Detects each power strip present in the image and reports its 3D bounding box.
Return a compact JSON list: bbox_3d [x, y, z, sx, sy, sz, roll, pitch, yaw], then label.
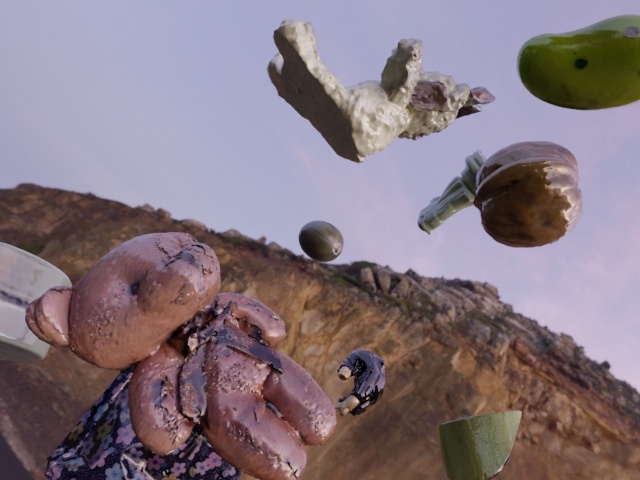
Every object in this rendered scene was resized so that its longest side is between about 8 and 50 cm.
[{"bbox_3d":[-0.670,0.115,0.860,0.358,0.161,0.357,6,-27,3],"label":"power strip"}]

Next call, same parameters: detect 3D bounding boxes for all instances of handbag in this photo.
[{"bbox_3d":[-0.203,0.258,0.592,0.229,0.207,0.126,32,-26,8],"label":"handbag"}]

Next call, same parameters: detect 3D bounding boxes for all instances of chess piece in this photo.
[{"bbox_3d":[0.440,-0.139,1.493,0.298,0.175,0.175,-38,-81,22],"label":"chess piece"}]

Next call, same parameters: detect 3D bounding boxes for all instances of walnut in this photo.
[{"bbox_3d":[0.552,-0.125,1.228,0.285,0.296,0.285,-2,-21,-1],"label":"walnut"}]

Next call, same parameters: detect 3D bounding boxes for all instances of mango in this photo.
[{"bbox_3d":[0.543,-0.346,0.903,0.293,0.143,0.175,2,-70,11],"label":"mango"}]

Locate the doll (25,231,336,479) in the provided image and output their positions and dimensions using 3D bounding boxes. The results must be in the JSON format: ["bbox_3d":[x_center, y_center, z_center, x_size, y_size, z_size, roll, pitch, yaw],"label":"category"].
[{"bbox_3d":[-0.106,0.098,0.454,0.303,0.201,0.156,36,-50,9],"label":"doll"}]

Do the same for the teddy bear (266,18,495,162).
[{"bbox_3d":[0.138,-0.352,1.004,0.375,0.362,0.327,52,-16,-1],"label":"teddy bear"}]

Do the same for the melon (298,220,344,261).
[{"bbox_3d":[0.000,0.000,1.118,0.131,0.098,0.098,34,-26,43],"label":"melon"}]

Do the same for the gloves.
[{"bbox_3d":[0.092,0.361,1.124,0.124,0.203,0.164,-16,-70,22],"label":"gloves"}]

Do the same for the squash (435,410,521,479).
[{"bbox_3d":[0.383,0.525,1.154,0.204,0.154,0.237,15,-38,-40],"label":"squash"}]
